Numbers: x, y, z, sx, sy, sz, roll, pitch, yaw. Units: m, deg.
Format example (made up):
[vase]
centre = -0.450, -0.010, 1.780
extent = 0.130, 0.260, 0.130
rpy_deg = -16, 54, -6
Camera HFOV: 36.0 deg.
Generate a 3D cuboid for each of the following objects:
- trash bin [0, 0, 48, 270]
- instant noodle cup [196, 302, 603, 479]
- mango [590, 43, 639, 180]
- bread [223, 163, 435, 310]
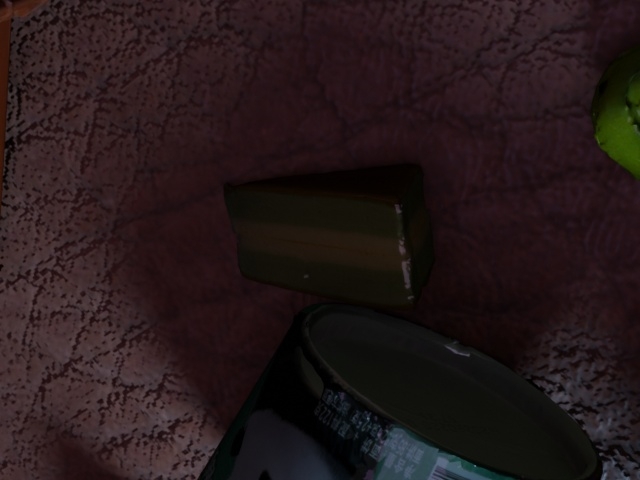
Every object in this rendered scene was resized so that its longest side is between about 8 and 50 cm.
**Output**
[trash bin]
centre = -0.273, -0.072, 0.634
extent = 0.184, 0.161, 0.239
rpy_deg = 11, 117, 12
[instant noodle cup]
centre = 0.036, 0.164, 0.584
extent = 0.251, 0.251, 0.190
rpy_deg = 26, 103, 5
[mango]
centre = 0.231, -0.075, 0.539
extent = 0.165, 0.074, 0.091
rpy_deg = -5, 100, 3
[bread]
centre = -0.005, 0.000, 0.617
extent = 0.139, 0.084, 0.074
rpy_deg = -3, 108, 16
